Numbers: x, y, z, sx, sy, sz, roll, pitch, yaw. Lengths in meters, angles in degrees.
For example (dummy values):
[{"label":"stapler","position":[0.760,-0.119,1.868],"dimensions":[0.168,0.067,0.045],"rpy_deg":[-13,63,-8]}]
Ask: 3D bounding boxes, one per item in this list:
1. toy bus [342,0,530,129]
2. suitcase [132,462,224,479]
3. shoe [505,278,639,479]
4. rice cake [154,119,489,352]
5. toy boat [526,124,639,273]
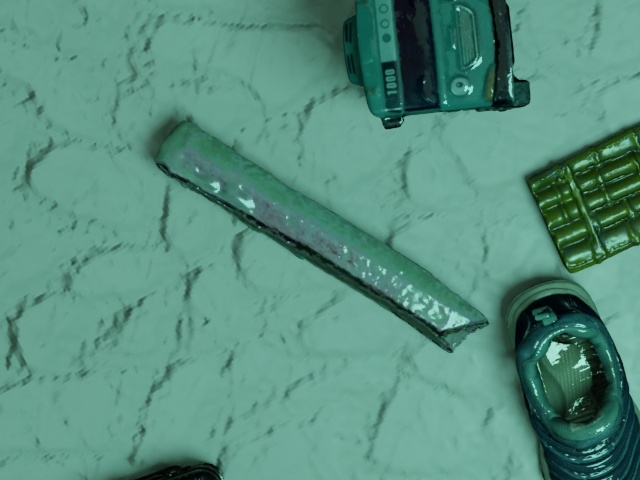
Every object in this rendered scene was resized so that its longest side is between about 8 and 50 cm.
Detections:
[{"label":"toy bus","position":[0.061,-0.101,0.997],"dimensions":[0.092,0.160,0.079],"rpy_deg":[-6,94,5]},{"label":"suitcase","position":[-0.076,0.191,1.072],"dimensions":[0.086,0.059,0.126],"rpy_deg":[-20,93,2]},{"label":"shoe","position":[0.145,0.093,1.052],"dimensions":[0.064,0.071,0.142],"rpy_deg":[-17,98,4]},{"label":"rice cake","position":[0.001,0.000,1.070],"dimensions":[0.208,0.033,0.033],"rpy_deg":[32,85,-1]},{"label":"toy boat","position":[0.179,-0.031,1.068],"dimensions":[0.115,0.016,0.063],"rpy_deg":[-25,93,3]}]
